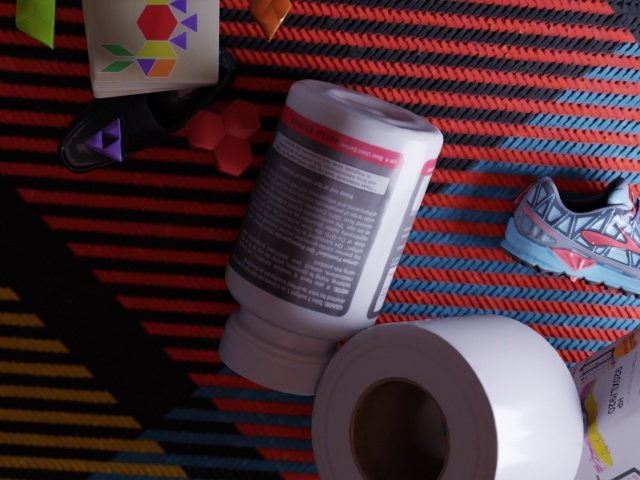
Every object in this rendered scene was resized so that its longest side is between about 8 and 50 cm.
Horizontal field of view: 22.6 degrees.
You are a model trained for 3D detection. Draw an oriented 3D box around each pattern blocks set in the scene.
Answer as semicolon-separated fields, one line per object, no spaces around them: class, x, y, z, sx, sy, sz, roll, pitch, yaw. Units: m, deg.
pattern blocks set;-0.176;-0.241;1.688;0.285;0.026;0.324;8;85;-3

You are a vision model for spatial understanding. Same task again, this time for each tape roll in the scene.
tape roll;0.134;0.203;1.712;0.169;0.246;0.246;-1;112;-50

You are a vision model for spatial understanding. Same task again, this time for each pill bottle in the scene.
pill bottle;0.000;0.000;1.742;0.176;0.176;0.318;18;103;-9

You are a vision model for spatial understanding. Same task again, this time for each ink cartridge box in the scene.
ink cartridge box;0.353;0.223;1.787;0.168;0.171;0.233;44;126;-13

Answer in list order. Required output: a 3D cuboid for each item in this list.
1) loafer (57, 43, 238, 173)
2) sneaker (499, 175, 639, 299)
loafer;-0.190;-0.142;1.739;0.223;0.078;0.076;-31;105;5
sneaker;0.343;-0.005;1.802;0.262;0.104;0.125;13;102;-8
